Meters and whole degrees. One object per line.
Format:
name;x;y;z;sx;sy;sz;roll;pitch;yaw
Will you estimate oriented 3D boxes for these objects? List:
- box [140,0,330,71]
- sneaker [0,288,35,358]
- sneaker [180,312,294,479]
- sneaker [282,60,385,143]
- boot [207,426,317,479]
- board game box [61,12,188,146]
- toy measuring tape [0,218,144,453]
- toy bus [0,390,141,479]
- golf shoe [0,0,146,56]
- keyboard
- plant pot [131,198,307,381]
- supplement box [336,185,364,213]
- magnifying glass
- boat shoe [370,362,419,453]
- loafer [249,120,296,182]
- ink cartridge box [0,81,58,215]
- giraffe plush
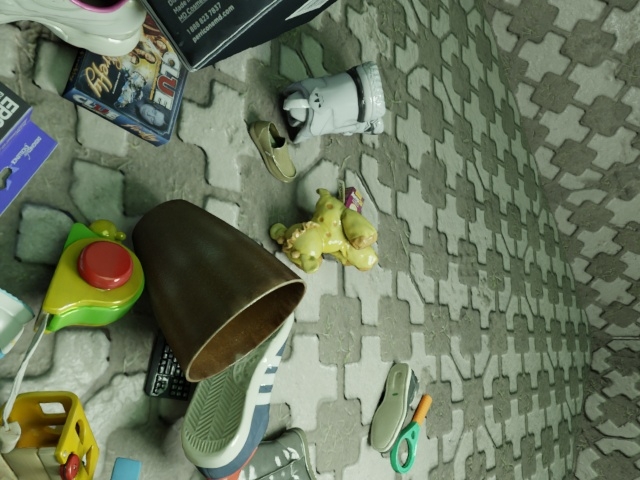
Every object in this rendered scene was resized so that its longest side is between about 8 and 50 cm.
box;-0.116;-0.567;0.702;0.471;0.298;0.479;55;34;-16
sneaker;-0.443;0.063;0.544;0.229;0.088;0.092;44;54;-33
sneaker;-0.131;0.243;0.859;0.350;0.131;0.148;-67;158;-47
sneaker;0.033;-0.303;1.133;0.366;0.211;0.137;-43;122;-83
boot;-0.098;0.444;0.886;0.209;0.076;0.189;2;67;-56
board game box;-0.298;-0.300;0.809;0.165;0.042;0.243;27;64;-44
toy measuring tape;-0.300;0.103;0.636;0.121;0.121;0.330;39;34;-38
toy bus;-0.330;0.276;0.617;0.191;0.202;0.104;41;24;-29
golf shoe;-0.374;-0.336;0.627;0.307;0.140;0.115;1;81;-35
keyboard;-0.222;0.173;0.829;0.108;0.023;0.180;27;64;-44
plant pot;-0.177;0.053;0.751;0.230;0.215;0.215;46;38;17
supplement box;0.066;-0.080;1.194;0.055;0.043;0.083;44;52;-34
magnifying glass;0.246;0.508;1.314;0.231;0.026;0.092;-51;121;-42
boat shoe;0.192;0.420;1.221;0.079;0.084;0.233;54;44;-28
loafer;-0.091;-0.183;1.024;0.148;0.050;0.056;54;47;-28
ink cartridge box;-0.454;-0.120;0.595;0.208;0.045;0.206;45;52;-37
giraffe plush;0.000;0.000;1.031;0.171;0.181;0.210;-36;123;-24
